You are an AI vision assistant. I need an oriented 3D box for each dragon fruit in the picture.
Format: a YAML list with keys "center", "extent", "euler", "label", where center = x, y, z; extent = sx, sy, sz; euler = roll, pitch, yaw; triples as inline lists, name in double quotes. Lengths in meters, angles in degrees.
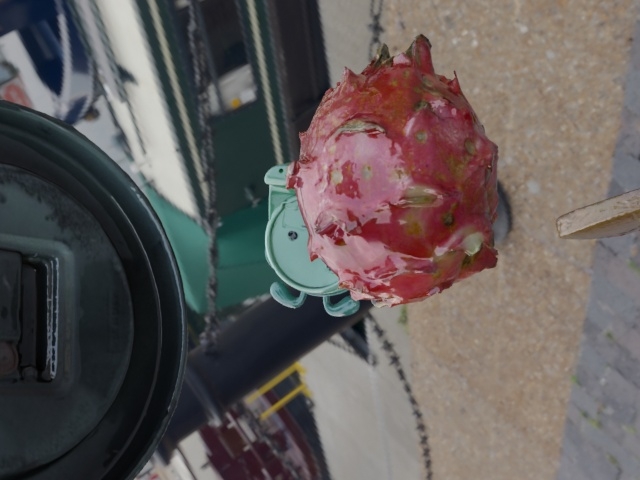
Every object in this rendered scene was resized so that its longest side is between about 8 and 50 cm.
- center: [0.071, -0.070, 0.839]
  extent: [0.205, 0.210, 0.268]
  euler: [161, 115, -69]
  label: "dragon fruit"

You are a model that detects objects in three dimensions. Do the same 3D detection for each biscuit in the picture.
- center: [0.550, -0.048, 1.496]
  extent: [0.262, 0.277, 0.052]
  euler: [-20, 79, 38]
  label: "biscuit"

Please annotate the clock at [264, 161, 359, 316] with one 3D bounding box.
- center: [0.000, 0.000, 1.090]
  extent: [0.148, 0.060, 0.188]
  euler: [7, 100, 17]
  label: "clock"

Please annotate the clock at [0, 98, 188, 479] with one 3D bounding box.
- center: [-0.232, 0.055, 0.605]
  extent: [0.061, 0.312, 0.312]
  euler: [-18, 107, 44]
  label: "clock"
